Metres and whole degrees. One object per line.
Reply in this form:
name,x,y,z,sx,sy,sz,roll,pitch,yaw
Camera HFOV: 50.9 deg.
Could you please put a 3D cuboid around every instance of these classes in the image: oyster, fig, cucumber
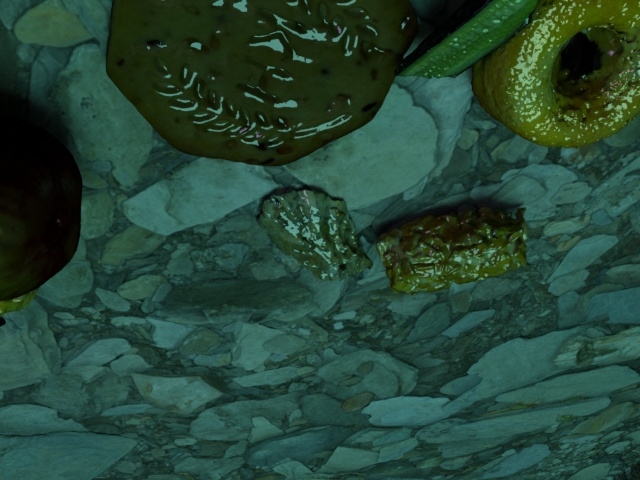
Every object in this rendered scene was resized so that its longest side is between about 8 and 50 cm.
oyster,-0.009,0.001,1.020,0.132,0.072,0.209,-22,139,7
fig,-0.442,-0.044,0.758,0.320,0.217,0.217,6,142,6
cucumber,0.176,-0.237,0.723,0.070,0.046,0.220,20,148,-30

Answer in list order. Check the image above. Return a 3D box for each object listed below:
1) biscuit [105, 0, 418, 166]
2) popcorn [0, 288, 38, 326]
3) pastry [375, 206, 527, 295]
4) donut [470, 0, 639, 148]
biscuit,-0.062,-0.216,0.758,0.359,0.046,0.359,-9,142,-7
popcorn,-0.468,0.049,0.897,0.180,0.180,0.170,-2,114,-14
pastry,0.218,0.009,1.068,0.249,0.102,0.154,-16,141,7
donut,0.301,-0.227,0.802,0.253,0.118,0.254,-6,126,-8
